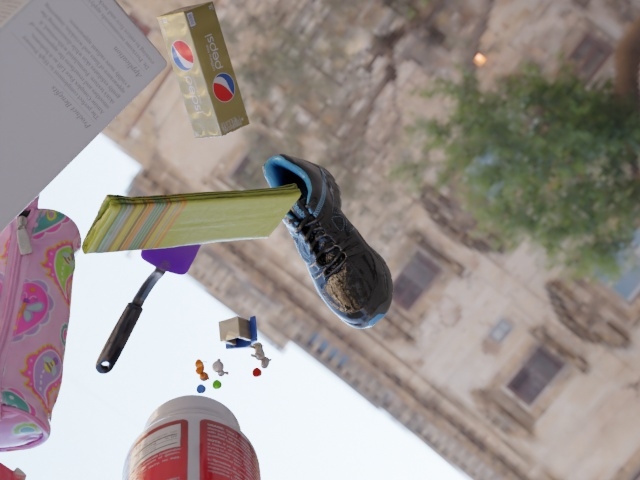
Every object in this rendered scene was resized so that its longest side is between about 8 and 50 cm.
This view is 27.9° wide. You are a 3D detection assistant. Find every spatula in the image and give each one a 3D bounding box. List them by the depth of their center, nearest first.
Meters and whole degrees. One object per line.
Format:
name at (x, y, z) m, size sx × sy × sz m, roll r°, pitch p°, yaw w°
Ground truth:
spatula at (-0.270, 0.084, 1.962) m, size 0.084 × 0.296 × 0.030 m, roll 24°, pitch -161°, yaw -21°

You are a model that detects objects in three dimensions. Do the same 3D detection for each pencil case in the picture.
pencil case at (-0.337, 0.090, 1.423) m, size 0.124 × 0.124 × 0.284 m, roll 27°, pitch -131°, yaw -30°

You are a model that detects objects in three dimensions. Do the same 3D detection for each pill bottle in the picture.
pill bottle at (-0.203, 0.419, 2.038) m, size 0.229 × 0.229 × 0.408 m, roll 32°, pitch -163°, yaw -17°

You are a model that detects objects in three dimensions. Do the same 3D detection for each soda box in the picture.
soda box at (-0.163, -0.236, 1.794) m, size 0.061 × 0.181 × 0.058 m, roll 0°, pitch -158°, yaw 45°

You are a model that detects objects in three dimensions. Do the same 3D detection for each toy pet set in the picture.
toy pet set at (-0.134, 0.183, 2.060) m, size 0.065 × 0.122 × 0.114 m, roll 27°, pitch -129°, yaw -56°

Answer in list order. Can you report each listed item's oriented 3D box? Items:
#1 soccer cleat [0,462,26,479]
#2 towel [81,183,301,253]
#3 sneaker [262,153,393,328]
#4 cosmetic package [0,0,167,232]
soccer cleat at (-0.375, 0.247, 1.289) m, size 0.248 × 0.095 × 0.083 m, roll 37°, pitch -155°, yaw 4°
towel at (-0.142, -0.025, 1.422) m, size 0.237 × 0.102 × 0.021 m, roll -5°, pitch -117°, yaw -34°
sneaker at (0.000, 0.000, 2.125) m, size 0.139 × 0.125 × 0.341 m, roll 29°, pitch -154°, yaw -55°
cosmetic package at (-0.243, -0.103, 0.995) m, size 0.117 × 0.231 × 0.085 m, roll 50°, pitch 167°, yaw -28°
